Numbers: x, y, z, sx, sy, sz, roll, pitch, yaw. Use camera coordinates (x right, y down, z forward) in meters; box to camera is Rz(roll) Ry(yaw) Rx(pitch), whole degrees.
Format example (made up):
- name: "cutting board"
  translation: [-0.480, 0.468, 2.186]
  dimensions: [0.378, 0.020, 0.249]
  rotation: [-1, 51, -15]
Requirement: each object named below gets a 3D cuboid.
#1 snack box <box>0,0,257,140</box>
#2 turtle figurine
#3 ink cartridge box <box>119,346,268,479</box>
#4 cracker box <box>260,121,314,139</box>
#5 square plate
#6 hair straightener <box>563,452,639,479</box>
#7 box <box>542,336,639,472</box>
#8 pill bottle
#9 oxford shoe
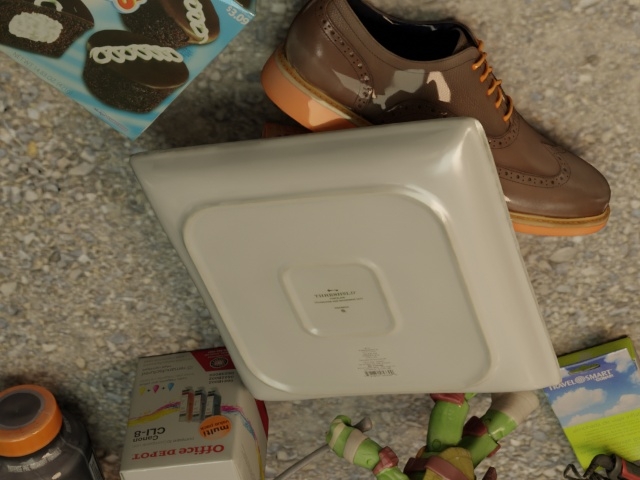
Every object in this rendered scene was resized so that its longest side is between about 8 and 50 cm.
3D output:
- name: "snack box"
  translation: [-0.236, -0.245, 1.351]
  dimensions: [0.322, 0.060, 0.187]
  rotation: [34, 122, -23]
- name: "turtle figurine"
  translation: [0.095, 0.231, 1.640]
  dimensions: [0.198, 0.266, 0.274]
  rotation: [39, 158, -4]
- name: "ink cartridge box"
  translation: [-0.134, 0.224, 1.658]
  dimensions: [0.128, 0.176, 0.127]
  rotation: [-8, 129, 8]
- name: "cracker box"
  translation: [0.000, 0.000, 1.540]
  dimensions: [0.155, 0.067, 0.232]
  rotation: [9, 130, -4]
- name: "square plate"
  translation: [0.026, 0.042, 1.458]
  dimensions: [0.347, 0.049, 0.344]
  rotation: [-4, 131, 23]
- name: "hair straightener"
  translation: [0.352, 0.292, 1.748]
  dimensions: [0.230, 0.047, 0.089]
  rotation: [22, 137, -40]
- name: "box"
  translation: [0.315, 0.179, 1.693]
  dimensions: [0.109, 0.042, 0.178]
  rotation: [-19, 127, 16]
- name: "pill bottle"
  translation: [-0.313, 0.279, 1.738]
  dimensions: [0.130, 0.130, 0.246]
  rotation: [-7, 128, 7]
- name: "oxford shoe"
  translation: [0.132, -0.116, 1.408]
  dimensions: [0.363, 0.130, 0.133]
  rotation: [23, 119, -17]
